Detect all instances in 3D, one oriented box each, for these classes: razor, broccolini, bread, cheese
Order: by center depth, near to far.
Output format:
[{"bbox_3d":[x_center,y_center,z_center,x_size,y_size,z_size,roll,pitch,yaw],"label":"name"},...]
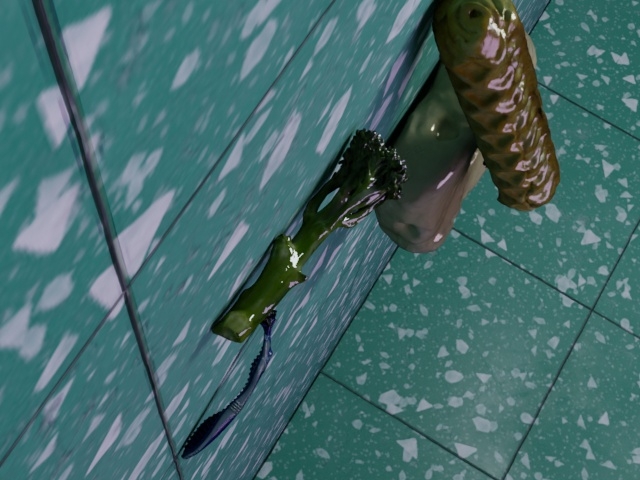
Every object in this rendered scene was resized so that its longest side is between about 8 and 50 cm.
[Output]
[{"bbox_3d":[0.001,0.002,0.764,0.216,0.058,0.067,-54,175,-37],"label":"broccolini"},{"bbox_3d":[-0.075,0.132,0.921,0.154,0.028,0.044,-59,174,-2],"label":"razor"},{"bbox_3d":[0.172,-0.122,0.969,0.084,0.077,0.367,-58,152,-7],"label":"bread"},{"bbox_3d":[0.147,-0.121,1.137,0.263,0.093,0.159,-56,165,-18],"label":"cheese"}]
